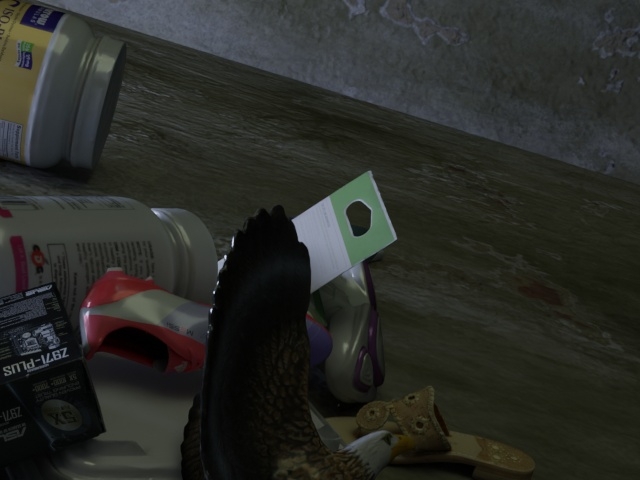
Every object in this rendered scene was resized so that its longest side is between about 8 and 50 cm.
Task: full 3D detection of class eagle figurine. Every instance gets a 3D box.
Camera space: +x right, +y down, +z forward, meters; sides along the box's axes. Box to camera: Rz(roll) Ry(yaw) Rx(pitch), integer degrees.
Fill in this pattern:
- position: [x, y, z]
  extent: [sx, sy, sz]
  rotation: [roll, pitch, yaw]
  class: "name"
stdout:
- position: [-0.029, 0.160, 0.880]
  extent: [0.298, 0.226, 0.225]
  rotation: [58, 22, 20]
  class: "eagle figurine"

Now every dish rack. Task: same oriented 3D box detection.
- position: [-0.133, 0.167, 1.109]
  extent: [0.333, 0.072, 0.285]
  rotation: [5, 21, -30]
  class: "dish rack"

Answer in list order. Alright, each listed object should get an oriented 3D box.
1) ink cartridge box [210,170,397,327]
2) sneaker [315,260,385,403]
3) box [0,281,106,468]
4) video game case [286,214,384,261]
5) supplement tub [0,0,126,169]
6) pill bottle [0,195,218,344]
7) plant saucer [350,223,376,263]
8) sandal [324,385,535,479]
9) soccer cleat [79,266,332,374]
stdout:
- position: [-0.018, 0.034, 1.350]
  extent: [0.056, 0.235, 0.171]
  rotation: [56, 9, -30]
  class: "ink cartridge box"
- position: [-0.003, 0.109, 1.401]
  extent: [0.152, 0.114, 0.305]
  rotation: [-6, 20, -1]
  class: "sneaker"
- position: [-0.284, 0.121, 0.977]
  extent: [0.180, 0.077, 0.147]
  rotation: [-17, 28, -15]
  class: "box"
- position: [0.000, 0.000, 1.846]
  extent: [0.157, 0.019, 0.143]
  rotation: [27, 20, 28]
  class: "video game case"
- position: [-0.480, -0.246, 1.792]
  extent: [0.331, 0.241, 0.241]
  rotation: [14, 17, -6]
  class: "supplement tub"
- position: [-0.257, 0.033, 1.254]
  extent: [0.283, 0.160, 0.160]
  rotation: [-2, 25, -46]
  class: "pill bottle"
- position: [-0.013, 0.029, 1.576]
  extent: [0.195, 0.037, 0.195]
  rotation: [-5, -21, -2]
  class: "plant saucer"
- position: [0.117, 0.190, 1.245]
  extent: [0.240, 0.079, 0.088]
  rotation: [14, 17, -7]
  class: "sandal"
- position: [-0.107, 0.097, 1.128]
  extent: [0.248, 0.083, 0.095]
  rotation: [15, 46, -17]
  class: "soccer cleat"
